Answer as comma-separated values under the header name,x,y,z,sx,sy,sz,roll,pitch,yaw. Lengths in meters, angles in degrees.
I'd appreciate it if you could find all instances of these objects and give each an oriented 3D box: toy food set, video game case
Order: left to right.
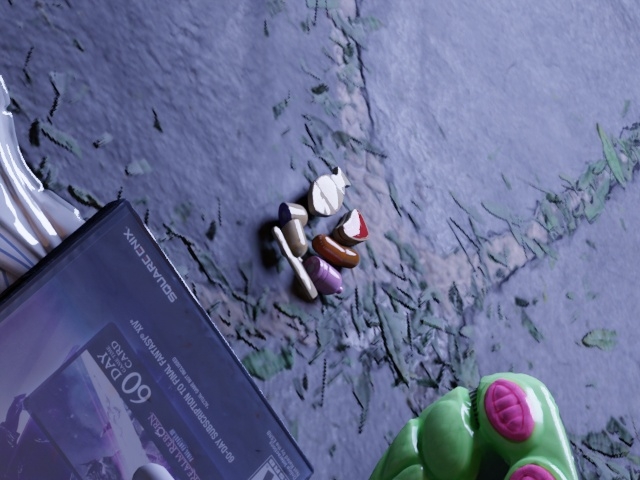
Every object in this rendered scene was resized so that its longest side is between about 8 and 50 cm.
name,x,y,z,sx,sy,sz,roll,pitch,yaw
video game case,-0.139,0.132,0.882,0.274,0.026,0.196,-45,108,-37
toy food set,0.000,0.000,1.209,0.078,0.019,0.122,60,32,-5

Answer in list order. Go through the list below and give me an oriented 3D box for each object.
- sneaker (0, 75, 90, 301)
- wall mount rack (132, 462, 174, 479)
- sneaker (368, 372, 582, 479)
name,x,y,z,sx,sy,sz,roll,pitch,yaw
sneaker,-0.217,-0.022,0.917,0.297,0.111,0.129,53,46,-12
wall mount rack,-0.108,0.219,0.664,0.350,0.130,0.304,2,64,-33
sneaker,0.139,0.327,1.097,0.202,0.185,0.483,22,56,-61
